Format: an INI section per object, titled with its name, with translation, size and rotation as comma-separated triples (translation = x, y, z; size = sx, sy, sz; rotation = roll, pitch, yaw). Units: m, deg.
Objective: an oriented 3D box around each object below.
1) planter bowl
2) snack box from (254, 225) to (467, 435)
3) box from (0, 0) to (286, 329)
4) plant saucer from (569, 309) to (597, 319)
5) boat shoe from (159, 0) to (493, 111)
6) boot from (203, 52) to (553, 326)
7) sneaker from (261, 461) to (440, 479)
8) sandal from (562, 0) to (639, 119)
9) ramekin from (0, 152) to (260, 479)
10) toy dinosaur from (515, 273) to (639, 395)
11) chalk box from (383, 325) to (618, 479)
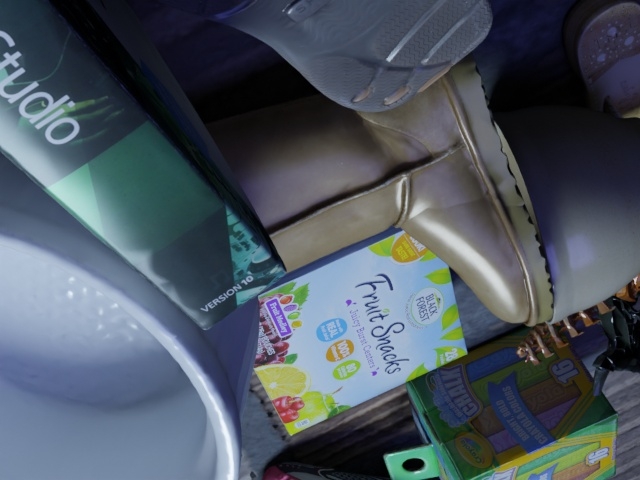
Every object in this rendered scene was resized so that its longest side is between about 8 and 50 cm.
[planter bowl]
translation = 0.195, -0.031, 0.806
size = 0.109, 0.162, 0.162
rotation = -17, 142, 2
[snack box]
translation = 0.019, 0.053, 0.886
size = 0.175, 0.070, 0.207
rotation = -24, 143, -4
[box]
translation = -0.143, -0.123, 0.455
size = 0.058, 0.232, 0.322
rotation = -36, 142, 4
[plant saucer]
translation = 0.268, 0.046, 1.072
size = 0.084, 0.013, 0.083
rotation = -17, 142, -14
[boat shoe]
translation = -0.041, -0.184, 0.533
size = 0.132, 0.130, 0.355
rotation = -34, 148, 14
[boot]
translation = 0.000, 0.000, 0.744
size = 0.270, 0.089, 0.236
rotation = -23, 112, 4
[sneaker]
translation = 0.064, 0.289, 1.161
size = 0.299, 0.112, 0.121
rotation = 23, 129, -28
[sandal]
translation = 0.257, -0.095, 0.849
size = 0.088, 0.079, 0.240
rotation = -36, 142, 10
[ramekin]
translation = -0.168, 0.061, 0.648
size = 0.277, 0.135, 0.277
rotation = 6, 127, 8
[toy dinosaur]
translation = 0.304, 0.032, 0.976
size = 0.322, 0.164, 0.218
rotation = -14, 115, -6
[chalk box]
translation = 0.169, 0.196, 1.089
size = 0.213, 0.132, 0.132
rotation = -24, 142, -4
